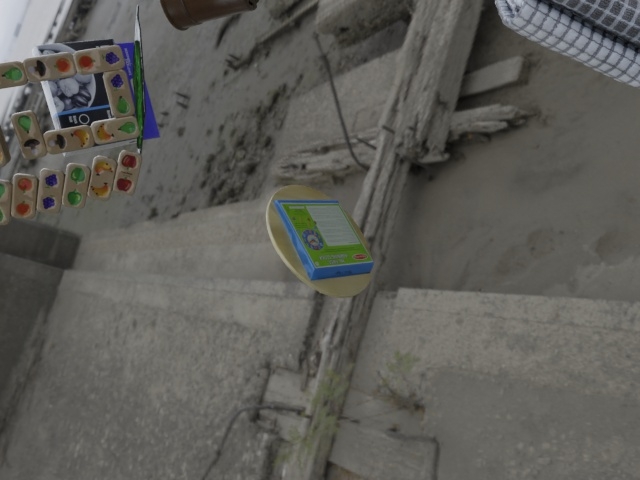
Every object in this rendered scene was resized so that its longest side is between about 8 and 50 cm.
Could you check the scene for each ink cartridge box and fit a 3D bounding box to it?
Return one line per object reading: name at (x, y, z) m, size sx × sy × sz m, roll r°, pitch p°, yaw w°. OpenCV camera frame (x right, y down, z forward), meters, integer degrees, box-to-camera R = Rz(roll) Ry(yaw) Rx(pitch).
ink cartridge box at (-0.429, -0.287, 1.260) m, size 0.045 × 0.208 × 0.206 m, roll -5°, pitch 102°, yaw 54°

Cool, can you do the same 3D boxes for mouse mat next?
mouse mat at (-0.275, -0.235, 0.967) m, size 0.152 × 0.007 × 0.190 m, roll 126°, pitch 137°, yaw -59°

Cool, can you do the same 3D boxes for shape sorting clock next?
shape sorting clock at (0.000, 0.000, 1.008) m, size 0.040 × 0.206 × 0.206 m, roll -45°, pitch 37°, yaw 34°

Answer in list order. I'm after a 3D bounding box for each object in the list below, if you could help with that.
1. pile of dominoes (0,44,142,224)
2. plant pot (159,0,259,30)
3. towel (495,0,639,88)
pile of dominoes at (-0.347, -0.120, 0.785) m, size 0.040 × 0.251 × 0.196 m, roll -132°, pitch 31°, yaw -64°
plant pot at (-0.219, -0.516, 1.281) m, size 0.165 × 0.167 × 0.167 m, roll -2°, pitch 64°, yaw 16°
towel at (0.392, -0.356, 0.947) m, size 0.284 × 0.235 × 0.121 m, roll -76°, pitch 10°, yaw -53°
